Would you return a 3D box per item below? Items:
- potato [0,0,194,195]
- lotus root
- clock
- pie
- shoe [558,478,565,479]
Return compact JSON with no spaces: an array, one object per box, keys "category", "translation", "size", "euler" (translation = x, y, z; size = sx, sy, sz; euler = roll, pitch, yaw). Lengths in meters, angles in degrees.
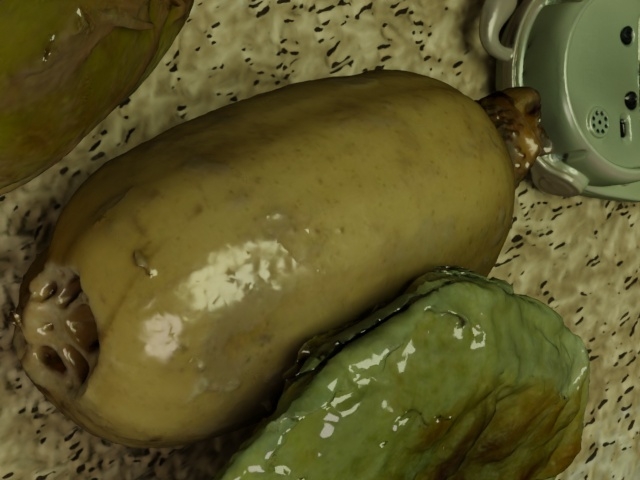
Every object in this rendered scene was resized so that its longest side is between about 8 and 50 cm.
[{"category":"potato","translation":[-0.166,-0.142,0.755],"size":[0.300,0.196,0.246],"euler":[32,73,-34]},{"category":"lotus root","translation":[0.000,0.000,0.887],"size":[0.343,0.169,0.151],"euler":[-21,72,-34]},{"category":"clock","translation":[0.178,-0.100,1.093],"size":[0.191,0.062,0.151],"euler":[-2,90,-36]},{"category":"pie","translation":[0.029,0.140,0.869],"size":[0.306,0.071,0.306],"euler":[-35,147,-27]},{"category":"shoe","translation":[0.154,0.200,1.068],"size":[0.169,0.071,0.099],"euler":[-12,90,-36]}]
